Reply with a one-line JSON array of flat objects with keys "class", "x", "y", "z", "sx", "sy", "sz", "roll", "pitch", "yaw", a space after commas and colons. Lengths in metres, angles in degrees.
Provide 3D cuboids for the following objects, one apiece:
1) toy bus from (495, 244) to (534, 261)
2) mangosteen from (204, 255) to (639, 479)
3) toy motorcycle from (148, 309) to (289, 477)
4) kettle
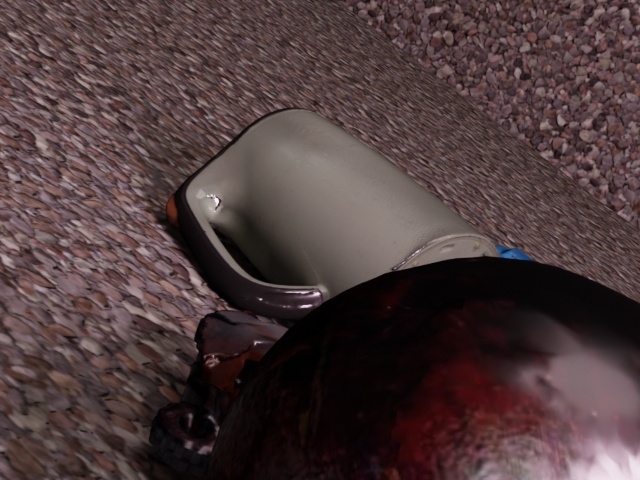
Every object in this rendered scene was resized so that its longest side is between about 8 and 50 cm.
[{"class": "toy bus", "x": 0.225, "y": 0.087, "z": 1.801, "sx": 0.185, "sy": 0.106, "sz": 0.090, "roll": 39, "pitch": 17, "yaw": 17}, {"class": "mangosteen", "x": 0.096, "y": 0.165, "z": 0.878, "sx": 0.330, "sy": 0.330, "sz": 0.330, "roll": 32, "pitch": 14, "yaw": -9}, {"class": "toy motorcycle", "x": -0.042, "y": 0.108, "z": 1.139, "sx": 0.118, "sy": 0.084, "sz": 0.212, "roll": 21, "pitch": 23, "yaw": 0}, {"class": "kettle", "x": 0.000, "y": 0.000, "z": 1.506, "sx": 0.240, "sy": 0.165, "sz": 0.255, "roll": -16, "pitch": 45, "yaw": -35}]
